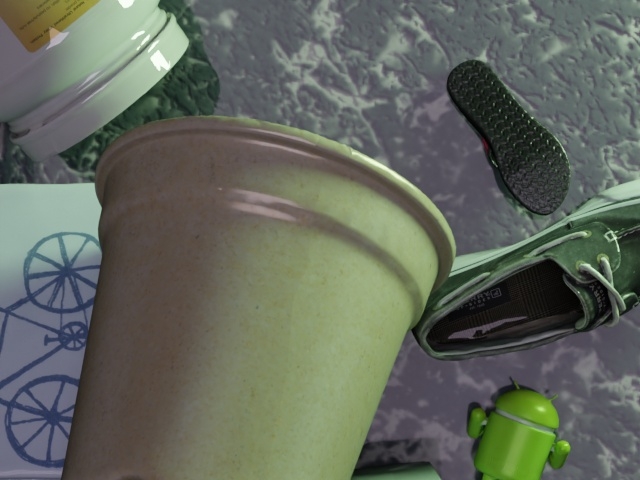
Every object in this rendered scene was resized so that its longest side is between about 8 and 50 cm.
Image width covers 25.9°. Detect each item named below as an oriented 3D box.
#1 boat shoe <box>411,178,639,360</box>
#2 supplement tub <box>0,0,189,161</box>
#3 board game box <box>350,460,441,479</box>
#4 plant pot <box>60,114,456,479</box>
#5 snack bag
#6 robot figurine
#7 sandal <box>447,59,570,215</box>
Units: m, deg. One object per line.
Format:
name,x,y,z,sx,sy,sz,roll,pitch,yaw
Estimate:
boat shoe,0.244,0.044,1.318,0.335,0.119,0.121,-23,113,9
supplement tub,-0.291,-0.253,1.284,0.228,0.228,0.316,-36,109,1
board game box,0.079,0.370,1.277,0.097,0.224,0.303,-6,87,1
plant pot,-0.074,0.113,1.192,0.333,0.334,0.305,12,63,4
snack bag,-0.341,0.088,1.314,0.342,0.037,0.323,0,62,-5
robot figurine,0.191,0.197,1.354,0.101,0.067,0.115,20,89,12
sandal,0.190,-0.102,1.385,0.067,0.040,0.179,-31,72,-4
